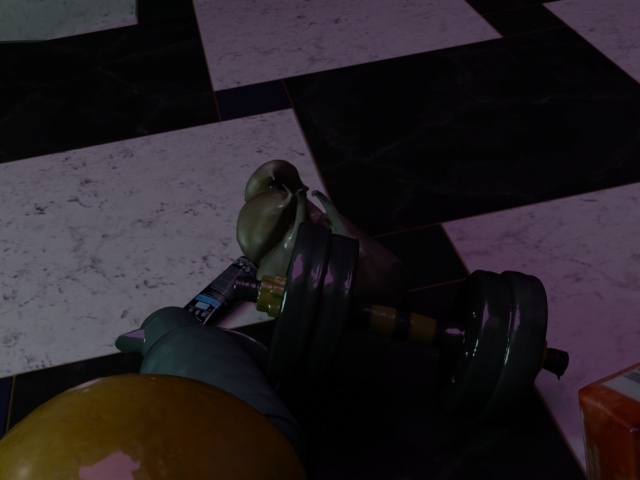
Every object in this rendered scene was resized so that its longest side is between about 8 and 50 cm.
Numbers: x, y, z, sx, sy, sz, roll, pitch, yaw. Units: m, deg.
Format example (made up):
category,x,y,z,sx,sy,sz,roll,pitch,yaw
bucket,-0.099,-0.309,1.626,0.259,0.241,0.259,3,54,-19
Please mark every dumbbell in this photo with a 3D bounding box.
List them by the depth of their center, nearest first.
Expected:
category,x,y,z,sx,sy,sz,roll,pitch,yaw
dumbbell,0.091,0.096,1.008,0.388,0.185,0.185,14,36,-2

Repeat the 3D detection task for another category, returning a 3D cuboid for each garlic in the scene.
category,x,y,z,sx,sy,sz,roll,pitch,yaw
garlic,0.000,0.000,1.187,0.210,0.237,0.292,-14,4,2

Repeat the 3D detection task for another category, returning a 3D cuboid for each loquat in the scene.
category,x,y,z,sx,sy,sz,roll,pitch,yaw
loquat,-0.176,0.267,0.745,0.359,0.328,0.328,9,37,14

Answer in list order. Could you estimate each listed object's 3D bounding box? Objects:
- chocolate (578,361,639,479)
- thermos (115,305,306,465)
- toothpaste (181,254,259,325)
category,x,y,z,sx,sy,sz,roll,pitch,yaw
chocolate,0.361,0.208,0.830,0.237,0.234,0.108,-21,23,-16
thermos,-0.122,0.177,1.042,0.182,0.145,0.286,-2,29,-27
toothpaste,-0.142,0.074,1.281,0.071,0.045,0.193,12,43,40
